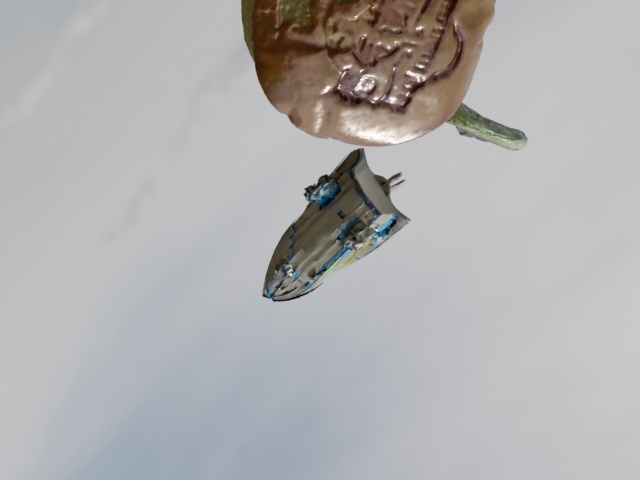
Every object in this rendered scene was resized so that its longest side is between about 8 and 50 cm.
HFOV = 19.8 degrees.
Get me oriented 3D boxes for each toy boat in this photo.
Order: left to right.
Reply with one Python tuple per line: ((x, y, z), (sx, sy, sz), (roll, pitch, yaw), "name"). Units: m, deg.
((0.000, 0.000, 1.679), (0.066, 0.084, 0.210), (-24, 165, -44), "toy boat")

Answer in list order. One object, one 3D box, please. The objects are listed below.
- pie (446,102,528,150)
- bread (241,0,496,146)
((0.101, -0.079, 1.231), (0.021, 0.084, 0.084), (-64, -168, 7), "pie")
((0.033, -0.123, 1.109), (0.156, 0.125, 0.086), (-21, -154, -5), "bread")
